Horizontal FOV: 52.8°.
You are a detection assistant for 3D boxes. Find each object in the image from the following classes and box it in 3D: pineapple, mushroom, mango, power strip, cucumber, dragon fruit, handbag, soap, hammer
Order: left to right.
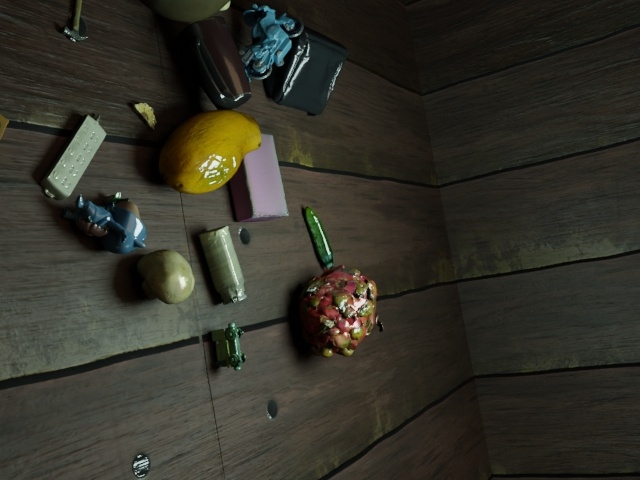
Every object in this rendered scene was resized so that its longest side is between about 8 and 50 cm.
[{"bbox_3d":[-0.524,-0.191,1.393,0.060,0.027,0.253,51,40,-38],"label":"power strip"},{"bbox_3d":[-0.554,-0.534,1.479,0.062,0.017,0.182,30,54,-53],"label":"hammer"},{"bbox_3d":[-0.434,-0.316,1.602,0.083,0.019,0.045,51,45,-39],"label":"pineapple"},{"bbox_3d":[-0.357,0.085,1.490,0.148,0.112,0.148,54,14,-19],"label":"mushroom"},{"bbox_3d":[-0.287,-0.241,1.673,0.187,0.144,0.359,37,44,-3],"label":"mango"},{"bbox_3d":[-0.193,-0.188,1.899,0.181,0.081,0.260,-9,86,-60],"label":"soap"},{"bbox_3d":[-0.071,-0.579,2.192,0.178,0.275,0.301,38,21,24],"label":"handbag"},{"bbox_3d":[0.000,0.000,2.188,0.056,0.056,0.250,-34,107,-58],"label":"cucumber"},{"bbox_3d":[0.055,0.239,2.012,0.291,0.250,0.269,-72,158,-49],"label":"dragon fruit"}]

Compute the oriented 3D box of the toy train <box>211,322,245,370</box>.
[{"bbox_3d":[-0.236,0.274,1.657,0.050,0.081,0.122,8,74,-67],"label":"toy train"}]

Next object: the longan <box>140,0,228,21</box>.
[{"bbox_3d":[-0.355,-0.730,1.595,0.361,0.360,0.361,29,56,-53],"label":"longan"}]

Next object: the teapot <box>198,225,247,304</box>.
[{"bbox_3d":[-0.253,0.065,1.719,0.107,0.077,0.201,-46,121,-78],"label":"teapot"}]

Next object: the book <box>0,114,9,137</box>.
[{"bbox_3d":[-0.685,-0.158,1.120,0.208,0.020,0.296,43,45,-46],"label":"book"}]

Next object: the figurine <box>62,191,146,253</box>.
[{"bbox_3d":[-0.454,-0.054,1.395,0.178,0.114,0.145,31,52,-41],"label":"figurine"}]

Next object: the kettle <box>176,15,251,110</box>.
[{"bbox_3d":[-0.279,-0.467,1.733,0.232,0.144,0.202,63,13,-1],"label":"kettle"}]

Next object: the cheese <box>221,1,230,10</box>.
[{"bbox_3d":[-0.359,-0.763,1.858,0.251,0.054,0.127,14,64,-57],"label":"cheese"}]

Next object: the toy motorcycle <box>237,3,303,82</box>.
[{"bbox_3d":[-0.186,-0.612,1.979,0.272,0.182,0.124,-58,171,-19],"label":"toy motorcycle"}]
